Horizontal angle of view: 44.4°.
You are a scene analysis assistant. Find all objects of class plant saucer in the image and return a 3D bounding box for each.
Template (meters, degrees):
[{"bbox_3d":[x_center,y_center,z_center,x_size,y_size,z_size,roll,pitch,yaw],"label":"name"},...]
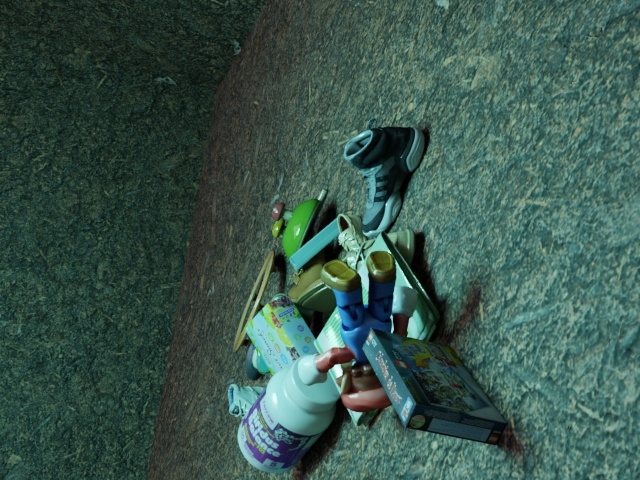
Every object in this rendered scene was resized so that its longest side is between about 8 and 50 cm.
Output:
[{"bbox_3d":[0.000,0.000,1.978,0.192,0.018,0.067,-39,23,-1],"label":"plant saucer"}]

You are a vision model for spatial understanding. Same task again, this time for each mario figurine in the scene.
[{"bbox_3d":[0.066,0.168,1.430,0.170,0.198,0.320,-57,-31,-56],"label":"mario figurine"}]

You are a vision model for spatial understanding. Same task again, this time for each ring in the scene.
[{"bbox_3d":[-0.197,0.192,2.434,0.336,0.032,0.336,-159,90,-81],"label":"ring"}]

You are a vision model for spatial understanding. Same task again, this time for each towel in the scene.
[{"bbox_3d":[0.102,0.183,1.574,0.325,0.038,0.248,-62,41,33],"label":"towel"}]

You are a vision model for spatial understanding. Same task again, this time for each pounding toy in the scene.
[{"bbox_3d":[-0.076,-0.052,2.134,0.237,0.110,0.183,-62,-6,-67],"label":"pounding toy"}]

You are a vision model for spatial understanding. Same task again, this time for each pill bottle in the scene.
[{"bbox_3d":[-0.065,0.393,1.788,0.169,0.169,0.301,-94,26,-43],"label":"pill bottle"}]

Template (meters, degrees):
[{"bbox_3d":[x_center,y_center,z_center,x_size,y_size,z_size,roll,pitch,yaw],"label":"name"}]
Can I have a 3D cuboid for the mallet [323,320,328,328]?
[{"bbox_3d":[0.070,0.174,1.734,0.189,0.062,0.039,133,148,-53],"label":"mallet"}]

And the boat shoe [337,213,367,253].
[{"bbox_3d":[0.070,-0.004,1.872,0.170,0.059,0.063,-102,32,-53],"label":"boat shoe"}]

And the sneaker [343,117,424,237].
[{"bbox_3d":[0.111,-0.140,1.717,0.101,0.153,0.268,-112,41,-61],"label":"sneaker"}]

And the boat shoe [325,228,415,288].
[{"bbox_3d":[0.102,0.053,1.679,0.302,0.098,0.109,140,141,-59],"label":"boat shoe"}]

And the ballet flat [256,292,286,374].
[{"bbox_3d":[-0.122,0.266,2.222,0.073,0.080,0.232,46,-121,-80],"label":"ballet flat"}]

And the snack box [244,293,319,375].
[{"bbox_3d":[-0.084,0.260,1.929,0.207,0.070,0.174,59,145,10],"label":"snack box"}]

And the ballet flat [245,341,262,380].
[{"bbox_3d":[-0.171,0.314,2.298,0.074,0.074,0.203,-179,105,-70],"label":"ballet flat"}]

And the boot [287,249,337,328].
[{"bbox_3d":[-0.001,0.090,1.971,0.283,0.109,0.220,125,159,-52],"label":"boot"}]

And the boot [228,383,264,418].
[{"bbox_3d":[-0.191,0.481,2.139,0.258,0.123,0.095,-126,54,-66],"label":"boot"}]

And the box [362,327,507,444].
[{"bbox_3d":[0.175,0.228,1.254,0.233,0.159,0.044,-120,48,-65],"label":"box"}]
